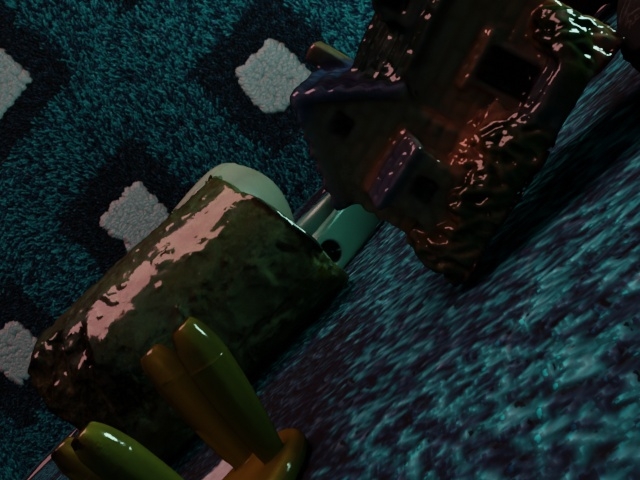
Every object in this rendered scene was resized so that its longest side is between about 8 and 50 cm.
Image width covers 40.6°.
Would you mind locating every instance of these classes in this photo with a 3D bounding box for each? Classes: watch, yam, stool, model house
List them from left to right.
[{"bbox_3d":[-0.083,0.125,0.520,0.134,0.110,0.135,-43,7,16],"label":"stool"},{"bbox_3d":[-0.136,0.079,0.886,0.300,0.195,0.195,-44,5,-4],"label":"yam"},{"bbox_3d":[0.000,0.000,1.092,0.237,0.068,0.195,-48,7,-24],"label":"watch"},{"bbox_3d":[0.071,-0.103,0.569,0.183,0.172,0.166,-58,-2,21],"label":"model house"}]

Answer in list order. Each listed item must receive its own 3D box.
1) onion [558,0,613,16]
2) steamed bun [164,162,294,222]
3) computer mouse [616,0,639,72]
[{"bbox_3d":[0.298,-0.318,0.934,0.159,0.160,0.194,-55,-18,-63],"label":"onion"},{"bbox_3d":[-0.139,0.037,1.253,0.283,0.177,0.283,-54,-4,-5],"label":"steamed bun"},{"bbox_3d":[0.260,-0.194,0.557,0.231,0.071,0.126,-47,6,-26],"label":"computer mouse"}]
